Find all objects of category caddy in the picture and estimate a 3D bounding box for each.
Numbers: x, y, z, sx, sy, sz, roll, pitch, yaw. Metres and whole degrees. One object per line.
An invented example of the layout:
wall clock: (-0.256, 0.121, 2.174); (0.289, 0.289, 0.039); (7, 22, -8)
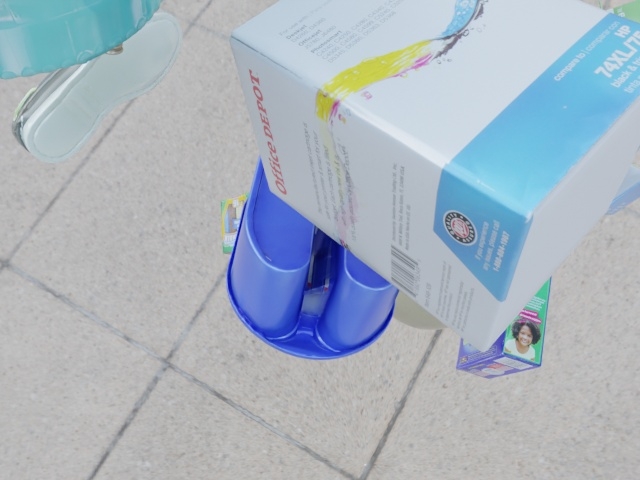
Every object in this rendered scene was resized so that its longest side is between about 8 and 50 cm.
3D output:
caddy: (0.000, 0.000, 0.821); (0.241, 0.179, 0.341); (12, 48, -5)

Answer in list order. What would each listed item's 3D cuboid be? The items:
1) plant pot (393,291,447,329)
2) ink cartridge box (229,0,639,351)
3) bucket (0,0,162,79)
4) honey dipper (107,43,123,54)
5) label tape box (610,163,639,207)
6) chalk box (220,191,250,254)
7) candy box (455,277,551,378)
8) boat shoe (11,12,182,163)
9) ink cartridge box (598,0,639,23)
plant pot: (0.261, 0.077, 1.297); (0.284, 0.191, 0.284); (0, 94, -2)
ink cartridge box: (0.097, -0.091, 0.490); (0.270, 0.198, 0.197); (38, 68, 27)
bucket: (-0.223, -0.249, 0.355); (0.281, 0.183, 0.281); (4, 58, -6)
honey dipper: (-0.268, -0.315, 0.726); (0.031, 0.160, 0.030); (7, 42, -6)
label tape box: (0.499, -0.117, 1.082); (0.348, 0.249, 0.115); (35, 111, 27)
chalk box: (-0.206, -0.020, 1.729); (0.132, 0.132, 0.213); (-11, 76, 33)
candy box: (0.509, 0.205, 1.612); (0.122, 0.268, 0.317); (18, 67, -7)
boat shoe: (-0.342, -0.248, 0.886); (0.091, 0.109, 0.305); (28, 69, 36)
ink cartridge box: (0.505, -0.312, 0.940); (0.062, 0.209, 0.109); (-12, 63, 30)
